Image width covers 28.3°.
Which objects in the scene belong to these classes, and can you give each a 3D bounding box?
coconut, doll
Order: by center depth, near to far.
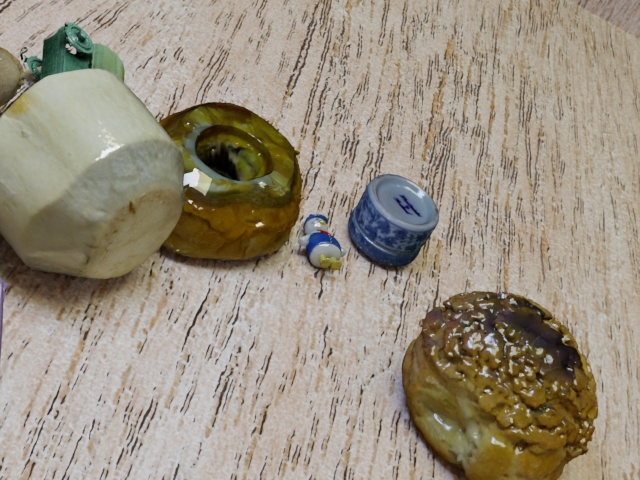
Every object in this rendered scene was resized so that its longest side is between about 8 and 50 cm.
[{"bbox_3d":[-0.367,-0.103,1.899,0.323,0.323,0.323,20,37,-16],"label":"coconut"},{"bbox_3d":[0.000,0.000,2.239,0.098,0.058,0.143,17,32,-28],"label":"doll"}]

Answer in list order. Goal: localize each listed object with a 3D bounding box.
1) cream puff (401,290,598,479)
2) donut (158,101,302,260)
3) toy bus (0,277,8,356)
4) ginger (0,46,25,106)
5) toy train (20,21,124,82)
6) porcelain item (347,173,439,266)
[{"bbox_3d":[0.297,0.228,2.034,0.327,0.231,0.343,21,37,-20],"label":"cream puff"},{"bbox_3d":[-0.169,-0.105,2.145,0.330,0.160,0.330,22,45,-24],"label":"donut"},{"bbox_3d":[-0.481,0.120,1.705,0.108,0.096,0.199,17,40,-26],"label":"toy bus"},{"bbox_3d":[-0.634,-0.252,2.010,0.354,0.126,0.190,-11,47,-38],"label":"ginger"},{"bbox_3d":[-0.421,-0.243,2.189,0.189,0.126,0.307,48,22,-37],"label":"toy train"},{"bbox_3d":[0.130,-0.034,2.320,0.147,0.114,0.147,18,39,-16],"label":"porcelain item"}]
